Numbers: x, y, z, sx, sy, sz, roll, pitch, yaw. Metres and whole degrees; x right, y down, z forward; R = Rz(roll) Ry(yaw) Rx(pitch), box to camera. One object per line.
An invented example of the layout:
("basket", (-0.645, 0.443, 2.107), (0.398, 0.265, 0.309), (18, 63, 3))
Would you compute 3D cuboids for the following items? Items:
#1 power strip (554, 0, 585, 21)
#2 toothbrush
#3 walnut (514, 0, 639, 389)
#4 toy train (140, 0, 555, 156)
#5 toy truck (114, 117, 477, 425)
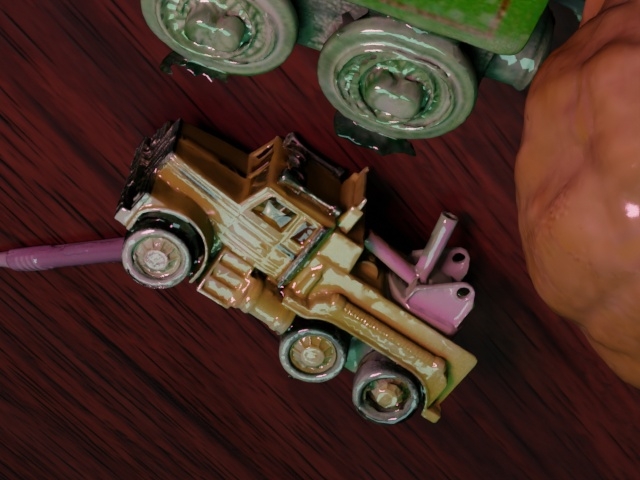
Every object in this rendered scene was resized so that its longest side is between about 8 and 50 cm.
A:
("power strip", (0.167, -0.195, 0.805), (0.060, 0.027, 0.253), (18, 146, 2))
("toothbrush", (-0.212, 0.018, 1.281), (0.354, 0.029, 0.024), (-6, 152, 31))
("walnut", (0.236, -0.058, 0.742), (0.253, 0.282, 0.277), (32, 142, -12))
("toy train", (0.014, -0.162, 0.838), (0.243, 0.132, 0.188), (20, 141, -5))
("toy truck", (-0.004, 0.000, 1.105), (0.259, 0.128, 0.135), (29, 119, -13))
